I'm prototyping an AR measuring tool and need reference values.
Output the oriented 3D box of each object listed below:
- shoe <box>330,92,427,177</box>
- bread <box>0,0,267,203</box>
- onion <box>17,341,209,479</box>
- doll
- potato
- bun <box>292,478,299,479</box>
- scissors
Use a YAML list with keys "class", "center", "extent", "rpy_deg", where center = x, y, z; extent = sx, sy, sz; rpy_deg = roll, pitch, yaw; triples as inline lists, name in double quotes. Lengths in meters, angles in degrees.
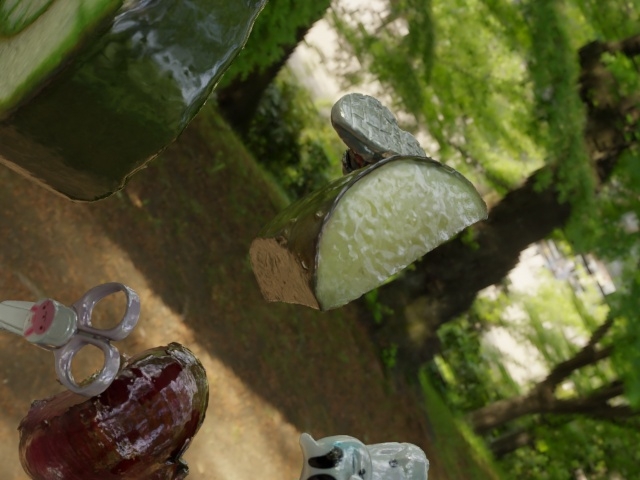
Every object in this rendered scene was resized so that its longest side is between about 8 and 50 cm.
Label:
- class: "shoe"
  center: [0.068, -0.127, 1.525]
  extent: [0.227, 0.126, 0.099]
  rpy_deg: [38, 40, -39]
- class: "bread"
  center: [-0.171, -0.210, 0.883]
  extent: [0.129, 0.382, 0.366]
  rpy_deg: [33, 37, -33]
- class: "onion"
  center: [-0.236, 0.213, 1.184]
  extent: [0.248, 0.248, 0.161]
  rpy_deg: [1, 77, -72]
- class: "doll"
  center: [0.059, 0.317, 1.361]
  extent: [0.181, 0.107, 0.110]
  rpy_deg: [14, 71, -21]
- class: "potato"
  center: [0.000, 0.000, 1.115]
  extent: [0.269, 0.255, 0.112]
  rpy_deg: [-26, 94, -41]
- class: "bun"
  center: [-0.040, 0.453, 1.563]
  extent: [0.283, 0.283, 0.179]
  rpy_deg: [38, 27, -56]
- class: "scissors"
  center: [-0.285, 0.088, 1.084]
  extent: [0.030, 0.242, 0.118]
  rpy_deg: [35, 71, -46]
